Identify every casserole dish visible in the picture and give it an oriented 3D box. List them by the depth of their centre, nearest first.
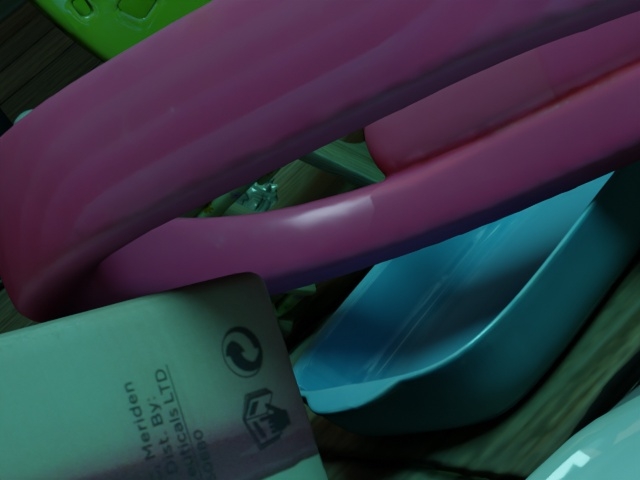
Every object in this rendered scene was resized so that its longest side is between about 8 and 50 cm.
[{"bbox_3d":[0.066,0.009,0.663,0.114,0.037,0.188,-15,28,52],"label":"casserole dish"}]

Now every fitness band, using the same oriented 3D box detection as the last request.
[{"bbox_3d":[0.033,-0.041,0.540,0.291,0.054,0.209,-26,-11,33],"label":"fitness band"}]

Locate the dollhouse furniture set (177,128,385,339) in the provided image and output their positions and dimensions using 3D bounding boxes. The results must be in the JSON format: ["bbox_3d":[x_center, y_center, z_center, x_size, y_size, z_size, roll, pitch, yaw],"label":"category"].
[{"bbox_3d":[0.000,0.000,0.711,0.182,0.101,0.161,-43,33,41],"label":"dollhouse furniture set"}]

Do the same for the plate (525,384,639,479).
[{"bbox_3d":[0.064,0.114,0.362,0.278,0.045,0.277,-42,16,-17],"label":"plate"}]

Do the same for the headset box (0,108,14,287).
[{"bbox_3d":[-0.366,-0.053,1.297,0.246,0.283,0.131,-32,17,19],"label":"headset box"}]

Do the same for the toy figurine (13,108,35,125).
[{"bbox_3d":[-0.207,0.018,0.858,0.210,0.213,0.148,-66,22,-3],"label":"toy figurine"}]

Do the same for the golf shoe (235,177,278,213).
[{"bbox_3d":[-0.059,0.025,0.870,0.086,0.069,0.176,-57,8,20],"label":"golf shoe"}]

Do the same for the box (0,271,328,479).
[{"bbox_3d":[-0.123,0.101,0.483,0.148,0.127,0.232,-19,-4,44],"label":"box"}]

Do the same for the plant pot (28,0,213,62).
[{"bbox_3d":[-0.086,-0.200,1.250,0.228,0.207,0.227,-37,17,-1],"label":"plant pot"}]
